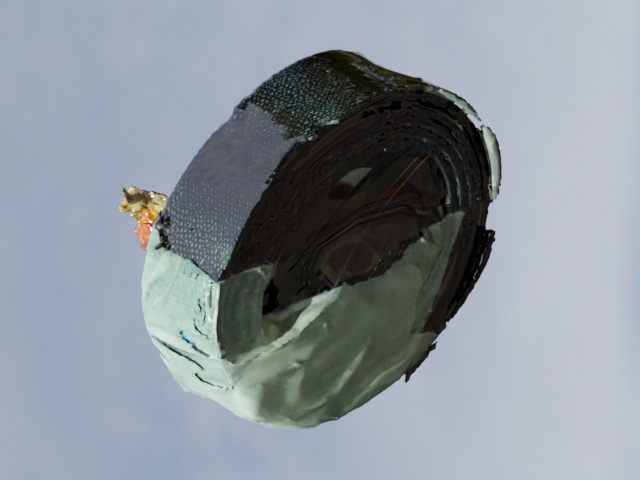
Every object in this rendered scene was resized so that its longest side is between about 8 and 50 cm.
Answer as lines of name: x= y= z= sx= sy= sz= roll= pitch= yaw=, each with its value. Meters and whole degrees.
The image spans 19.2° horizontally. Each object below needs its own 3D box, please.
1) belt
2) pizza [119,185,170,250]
belt: x=0.000 y=0.000 z=0.655 sx=0.140 sy=0.058 sz=0.105 roll=-48 pitch=-51 yaw=-16
pizza: x=-0.064 y=0.008 z=1.032 sx=0.099 sy=0.100 sz=0.029 roll=109 pitch=-178 yaw=-73
